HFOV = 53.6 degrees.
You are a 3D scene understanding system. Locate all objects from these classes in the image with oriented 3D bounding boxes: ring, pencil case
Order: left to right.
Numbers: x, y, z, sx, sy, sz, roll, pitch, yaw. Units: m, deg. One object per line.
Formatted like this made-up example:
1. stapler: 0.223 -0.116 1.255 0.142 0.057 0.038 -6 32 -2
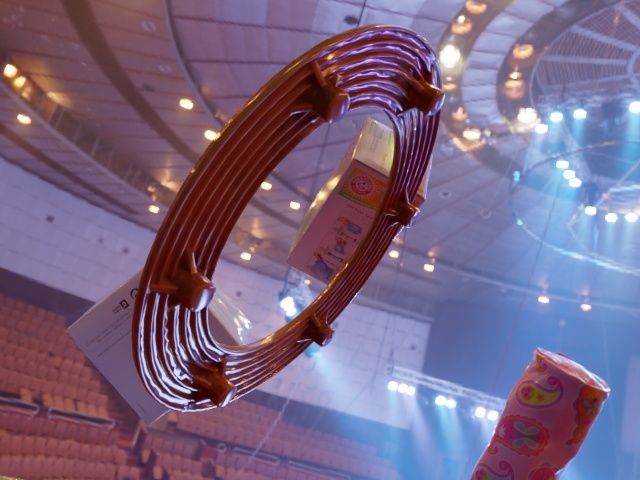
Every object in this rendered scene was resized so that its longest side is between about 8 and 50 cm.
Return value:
1. ring: 0.000 0.000 0.492 0.032 0.337 0.336 36 -10 24
2. pencil case: 0.302 0.301 0.922 0.124 0.284 0.124 25 8 -4

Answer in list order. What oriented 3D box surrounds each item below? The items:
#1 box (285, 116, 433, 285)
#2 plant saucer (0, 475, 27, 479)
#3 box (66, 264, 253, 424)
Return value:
1. box: 0.051 -0.043 0.851 0.103 0.114 0.203 28 -49 -7
2. plant saucer: -0.331 0.420 0.571 0.400 0.401 0.100 18 3 -7
3. box: -0.224 0.127 0.915 0.182 0.181 0.119 51 5 -8
